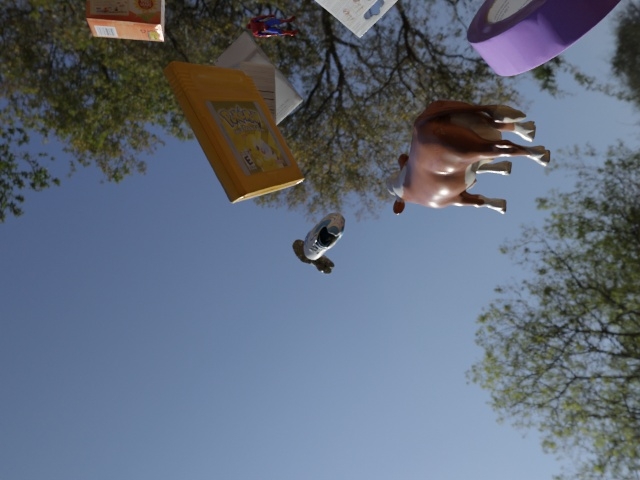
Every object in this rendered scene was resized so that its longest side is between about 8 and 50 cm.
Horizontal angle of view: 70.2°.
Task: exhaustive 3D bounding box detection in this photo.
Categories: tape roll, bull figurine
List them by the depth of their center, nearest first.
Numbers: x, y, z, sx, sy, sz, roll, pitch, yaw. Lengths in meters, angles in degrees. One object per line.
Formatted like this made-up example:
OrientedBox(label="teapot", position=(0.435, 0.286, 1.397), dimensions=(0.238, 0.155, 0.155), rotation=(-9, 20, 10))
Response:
OrientedBox(label="bull figurine", position=(0.198, -0.107, 0.680), dimensions=(0.188, 0.310, 0.101), rotation=(4, -101, 6))
OrientedBox(label="tape roll", position=(0.398, -0.429, 0.803), dimensions=(0.090, 0.274, 0.275), rotation=(37, -128, -19))

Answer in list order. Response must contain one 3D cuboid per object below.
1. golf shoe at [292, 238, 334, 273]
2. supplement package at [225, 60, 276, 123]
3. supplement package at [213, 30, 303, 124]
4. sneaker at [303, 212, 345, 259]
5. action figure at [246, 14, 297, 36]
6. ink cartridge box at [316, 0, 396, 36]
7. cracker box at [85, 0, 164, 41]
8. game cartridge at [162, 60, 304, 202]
OrientedBox(label="golf shoe", position=(-0.030, 0.057, 1.660), dimensions=(0.176, 0.069, 0.086), rotation=(39, -174, -9))
OrientedBox(label="supplement package", position=(-0.242, -0.474, 1.578), dimensions=(0.133, 0.139, 0.244), rotation=(-6, -80, -34))
OrientedBox(label="supplement package", position=(-0.241, -0.621, 1.779), dimensions=(0.293, 0.177, 0.175), rotation=(37, -163, -45))
OrientedBox(label="sneaker", position=(0.000, 0.000, 1.398), dimensions=(0.085, 0.237, 0.086), rotation=(33, -127, -5))
OrientedBox(label="action figure", position=(-0.095, -0.402, 0.855), dimensions=(0.030, 0.115, 0.038), rotation=(-51, -37, -37))
OrientedBox(label="ink cartridge box", position=(0.066, -0.636, 1.105), dimensions=(0.232, 0.189, 0.066), rotation=(25, -117, -26))
OrientedBox(label="cracker box", position=(-0.441, -0.581, 1.045), dimensions=(0.155, 0.067, 0.233), rotation=(0, -103, -12))
OrientedBox(label="game cartridge", position=(-0.187, -0.262, 1.078), dimensions=(0.324, 0.052, 0.285), rotation=(63, -150, -2))
